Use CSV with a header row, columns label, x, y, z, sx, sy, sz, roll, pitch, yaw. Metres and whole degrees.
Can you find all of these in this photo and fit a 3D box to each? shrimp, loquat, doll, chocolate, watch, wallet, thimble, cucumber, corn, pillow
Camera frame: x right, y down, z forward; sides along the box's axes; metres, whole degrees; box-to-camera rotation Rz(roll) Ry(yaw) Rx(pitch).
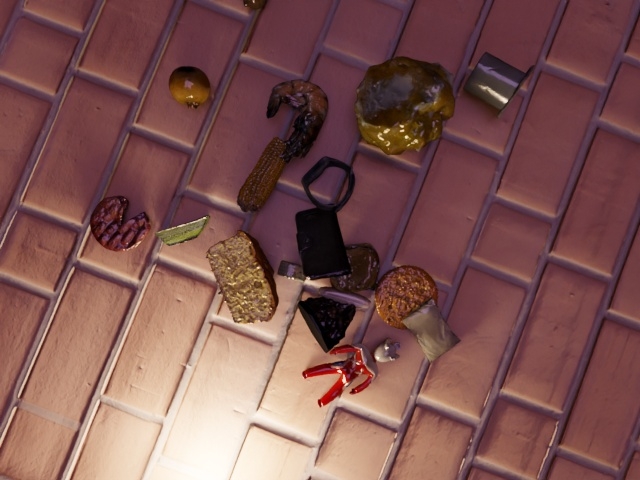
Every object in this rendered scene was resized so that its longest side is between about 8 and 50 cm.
label,x,y,z,sx,sy,sz,roll,pitch,yaw
shrimp,-0.105,-0.463,1.524,0.233,0.071,0.364,25,70,-5
loquat,-0.493,-0.581,1.525,0.163,0.137,0.163,1,88,-20
doll,0.129,0.477,1.527,0.384,0.099,0.188,-26,90,5
chocolate,0.040,0.273,1.483,0.177,0.224,0.206,-29,73,-15
watch,0.042,-0.217,1.540,0.193,0.068,0.206,42,75,10
wallet,0.000,0.000,1.480,0.173,0.045,0.318,-11,54,0
thimble,-0.105,0.116,1.533,0.110,0.084,0.062,16,88,2
cucumber,-0.516,-0.031,1.553,0.220,0.046,0.070,-19,91,0
corn,-0.210,-0.245,1.535,0.115,0.115,0.317,29,87,0
pillow,0.423,0.343,1.535,0.148,0.050,0.229,-34,103,5

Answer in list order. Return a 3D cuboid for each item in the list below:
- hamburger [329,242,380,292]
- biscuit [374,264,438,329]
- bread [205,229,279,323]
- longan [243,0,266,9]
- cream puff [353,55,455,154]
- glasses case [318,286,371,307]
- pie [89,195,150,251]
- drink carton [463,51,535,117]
label,x,y,z,sx,sy,sz,roll,pitch,yaw
hamburger,0.124,0.102,1.532,0.206,0.130,0.183,-1,89,-19
biscuit,0.332,0.220,1.562,0.254,0.035,0.253,0,89,0
bread,-0.270,0.138,1.486,0.194,0.179,0.340,-22,91,0
longan,-0.259,-0.954,1.564,0.113,0.092,0.113,-2,110,-5
cream puff,0.317,-0.475,1.490,0.378,0.275,0.378,-7,72,24
glasses case,0.091,0.216,1.536,0.204,0.081,0.051,15,92,-2
pie,-0.767,-0.063,1.546,0.204,0.054,0.218,-38,91,-2
drink carton,0.655,-0.591,1.521,0.190,0.191,0.185,31,50,7
